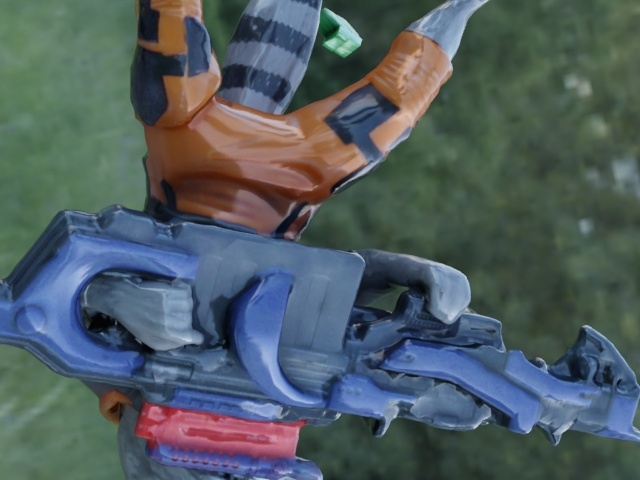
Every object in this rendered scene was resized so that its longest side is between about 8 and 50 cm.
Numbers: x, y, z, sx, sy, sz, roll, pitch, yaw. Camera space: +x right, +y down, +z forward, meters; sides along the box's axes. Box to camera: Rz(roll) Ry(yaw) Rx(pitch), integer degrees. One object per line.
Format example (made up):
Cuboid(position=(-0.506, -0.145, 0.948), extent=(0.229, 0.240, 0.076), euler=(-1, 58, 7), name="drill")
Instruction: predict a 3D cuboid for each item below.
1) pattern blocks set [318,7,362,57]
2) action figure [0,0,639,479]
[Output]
Cuboid(position=(-0.065, -0.285, 1.361), extent=(0.325, 0.026, 0.285), euler=(60, 16, 6), name="pattern blocks set")
Cuboid(position=(0.000, 0.000, 0.900), extent=(0.178, 0.341, 0.330), euler=(10, -99, 69), name="action figure")
